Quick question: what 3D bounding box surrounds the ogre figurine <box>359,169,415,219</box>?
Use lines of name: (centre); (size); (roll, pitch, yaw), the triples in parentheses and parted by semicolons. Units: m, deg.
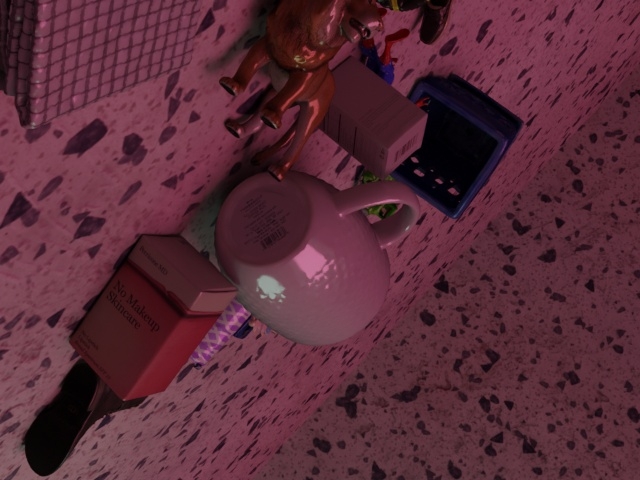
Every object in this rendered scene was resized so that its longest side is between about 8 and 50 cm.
ogre figurine: (0.145, -0.111, 2.037); (0.118, 0.097, 0.197); (-67, 169, 18)

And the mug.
mug: (0.000, 0.000, 1.560); (0.374, 0.276, 0.328); (-24, 155, 8)

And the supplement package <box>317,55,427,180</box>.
supplement package: (0.081, -0.212, 1.524); (0.105, 0.179, 0.105); (-42, 161, -20)

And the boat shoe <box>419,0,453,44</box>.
boat shoe: (0.211, -0.428, 1.601); (0.049, 0.056, 0.152); (-19, 137, -48)

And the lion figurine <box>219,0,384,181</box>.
lion figurine: (-0.028, -0.250, 1.310); (0.240, 0.142, 0.392); (-52, 179, -14)

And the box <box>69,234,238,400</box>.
box: (-0.273, 0.124, 1.442); (0.232, 0.148, 0.127); (-53, 161, 13)

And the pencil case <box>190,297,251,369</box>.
pencil case: (-0.209, 0.159, 1.792); (0.206, 0.086, 0.088); (-49, 139, -4)

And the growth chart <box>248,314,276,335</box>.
growth chart: (-0.103, 0.127, 1.941); (0.237, 0.021, 0.172); (29, 68, -71)

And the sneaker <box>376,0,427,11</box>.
sneaker: (0.161, -0.516, 1.215); (0.147, 0.145, 0.385); (-80, -164, -59)

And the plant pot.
plant pot: (0.301, -0.223, 1.957); (0.212, 0.236, 0.236); (-34, 157, -53)

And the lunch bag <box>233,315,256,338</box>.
lunch bag: (-0.164, 0.166, 1.929); (0.098, 0.065, 0.067); (-49, 163, 2)

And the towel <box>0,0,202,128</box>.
towel: (-0.208, -0.271, 0.827); (0.235, 0.121, 0.284); (-35, 156, -41)

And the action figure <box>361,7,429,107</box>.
action figure: (0.133, -0.305, 1.594); (0.139, 0.091, 0.280); (-31, 157, -22)

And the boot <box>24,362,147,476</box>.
boot: (-0.403, 0.312, 1.628); (0.263, 0.091, 0.229); (-55, 161, 12)
